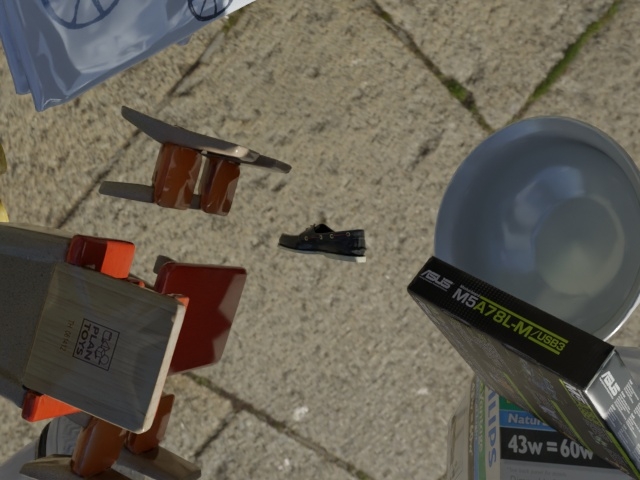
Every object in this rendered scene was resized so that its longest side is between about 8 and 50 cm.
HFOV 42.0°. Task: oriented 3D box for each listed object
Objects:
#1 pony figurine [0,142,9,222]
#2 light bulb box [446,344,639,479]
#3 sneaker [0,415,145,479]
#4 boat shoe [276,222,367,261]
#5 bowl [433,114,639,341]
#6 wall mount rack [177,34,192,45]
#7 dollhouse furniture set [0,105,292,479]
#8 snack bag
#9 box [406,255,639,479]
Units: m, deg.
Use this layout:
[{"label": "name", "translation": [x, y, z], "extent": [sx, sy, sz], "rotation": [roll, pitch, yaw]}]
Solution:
[{"label": "pony figurine", "translation": [-0.493, 0.008, 0.840], "extent": [0.363, 0.302, 0.351], "rotation": [-21, 101, -31]}, {"label": "light bulb box", "translation": [0.383, 0.320, 1.192], "extent": [0.357, 0.225, 0.361], "rotation": [5, 150, 0]}, {"label": "sneaker", "translation": [-0.216, 0.338, 0.690], "extent": [0.210, 0.366, 0.137], "rotation": [-28, 154, -1]}, {"label": "boat shoe", "translation": [0.001, 0.000, 1.001], "extent": [0.049, 0.133, 0.042], "rotation": [-2, 95, -47]}, {"label": "bowl", "translation": [0.298, 0.003, 1.039], "extent": [0.134, 0.298, 0.298], "rotation": [7, 111, -44]}, {"label": "wall mount rack", "translation": [-0.205, -0.399, 0.930], "extent": [0.349, 0.130, 0.304], "rotation": [17, 113, 10]}, {"label": "dollhouse furniture set", "translation": [-0.107, 0.053, 0.550], "extent": [0.259, 0.135, 0.262], "rotation": [9, 98, -74]}, {"label": "snack bag", "translation": [-0.135, -0.312, 0.679], "extent": [0.342, 0.037, 0.323], "rotation": [-37, 143, -30]}, {"label": "box", "translation": [0.180, 0.107, 0.684], "extent": [0.045, 0.184, 0.191], "rotation": [-52, 131, -11]}]
